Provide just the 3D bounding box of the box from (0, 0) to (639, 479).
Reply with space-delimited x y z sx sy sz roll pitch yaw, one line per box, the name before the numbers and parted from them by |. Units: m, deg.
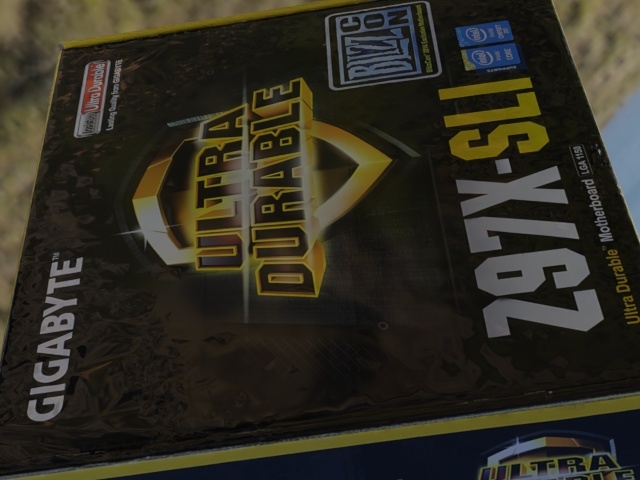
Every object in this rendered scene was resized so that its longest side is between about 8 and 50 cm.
box | 0.000 0.000 0.662 0.322 0.257 0.079 -93 176 -53
